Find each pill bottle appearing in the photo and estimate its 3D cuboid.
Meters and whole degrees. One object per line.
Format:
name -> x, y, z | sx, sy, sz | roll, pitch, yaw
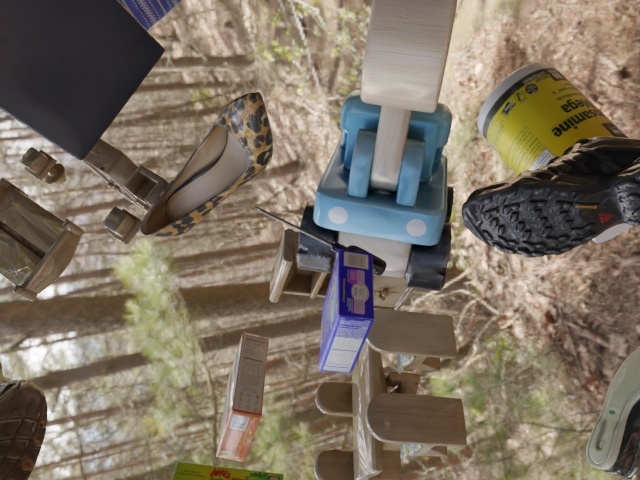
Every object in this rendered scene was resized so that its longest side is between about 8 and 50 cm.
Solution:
pill bottle -> 0.467, -0.165, 1.167 | 0.334, 0.187, 0.188 | 58, 148, 28

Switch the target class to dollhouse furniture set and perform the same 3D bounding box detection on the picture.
dollhouse furniture set -> 0.043, 0.201, 1.066 | 0.362, 0.256, 0.394 | 112, 162, -58
dollhouse furniture set -> -0.423, 0.017, 1.056 | 0.303, 0.356, 0.174 | 29, 167, 28

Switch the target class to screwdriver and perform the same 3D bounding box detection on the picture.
screwdriver -> 0.000, 0.000, 0.713 | 0.025, 0.169, 0.024 | 135, 157, -68

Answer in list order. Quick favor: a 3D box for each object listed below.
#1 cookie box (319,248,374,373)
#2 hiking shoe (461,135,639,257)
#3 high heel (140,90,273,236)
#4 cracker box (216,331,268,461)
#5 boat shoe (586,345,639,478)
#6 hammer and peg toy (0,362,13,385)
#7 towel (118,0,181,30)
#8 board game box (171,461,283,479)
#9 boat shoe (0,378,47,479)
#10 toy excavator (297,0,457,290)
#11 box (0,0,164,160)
cookie box -> 0.028, 0.079, 0.675 | 0.107, 0.040, 0.092 | 106, 171, -47
hiking shoe -> 0.260, -0.051, 0.627 | 0.086, 0.226, 0.114 | 69, -153, -24
high heel -> -0.165, -0.096, 0.870 | 0.093, 0.186, 0.261 | 47, 148, 7
cracker box -> -0.169, 0.338, 1.354 | 0.232, 0.067, 0.156 | -90, 17, -57
boat shoe -> 0.522, 0.277, 1.015 | 0.233, 0.079, 0.084 | -65, 6, -4
hammer and peg toy -> -0.656, 0.340, 1.028 | 0.266, 0.127, 0.361 | 119, 172, -45
towel -> -0.404, -0.567, 1.302 | 0.040, 0.336, 0.243 | 22, 152, 38
board game box -> -0.154, 0.428, 1.044 | 0.043, 0.181, 0.092 | -80, -6, -51
boat shoe -> -0.488, 0.325, 0.776 | 0.355, 0.130, 0.132 | -69, -22, -44
toy excavator -> 0.094, -0.136, 0.841 | 0.433, 0.222, 0.445 | -68, -15, -60
box -> -0.412, -0.293, 0.684 | 0.312, 0.343, 0.179 | 32, 85, 31
